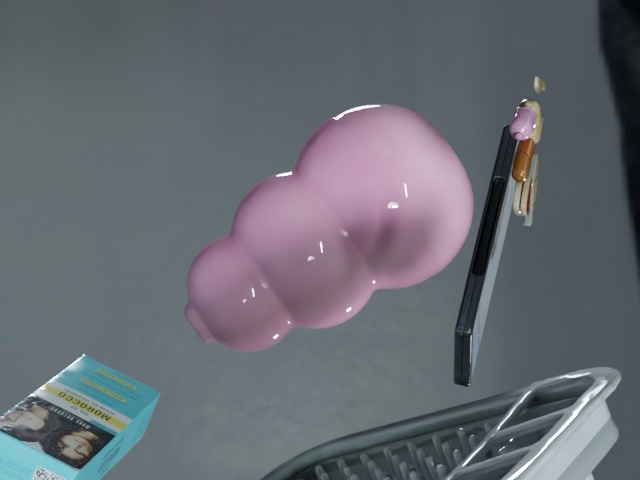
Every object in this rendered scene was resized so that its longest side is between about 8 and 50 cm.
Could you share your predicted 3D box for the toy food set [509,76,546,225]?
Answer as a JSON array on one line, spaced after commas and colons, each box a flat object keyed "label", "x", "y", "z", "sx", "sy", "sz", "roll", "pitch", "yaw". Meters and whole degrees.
[{"label": "toy food set", "x": 0.168, "y": -0.073, "z": 1.120, "sx": 0.078, "sy": 0.019, "sz": 0.122, "roll": -4, "pitch": 100, "yaw": -74}]

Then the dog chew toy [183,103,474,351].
[{"label": "dog chew toy", "x": 0.000, "y": 0.000, "z": 1.456, "sx": 0.206, "sy": 0.332, "sz": 0.206, "roll": 54, "pitch": -6, "yaw": 8}]

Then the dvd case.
[{"label": "dvd case", "x": 0.187, "y": 0.020, "z": 1.516, "sx": 0.180, "sy": 0.022, "sz": 0.253, "roll": 79, "pitch": 26, "yaw": -66}]

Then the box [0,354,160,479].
[{"label": "box", "x": -0.252, "y": 0.193, "z": 1.361, "sx": 0.060, "sy": 0.101, "sz": 0.244, "roll": -66, "pitch": 174, "yaw": 15}]

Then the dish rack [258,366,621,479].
[{"label": "dish rack", "x": 0.041, "y": 0.201, "z": 0.947, "sx": 0.285, "sy": 0.333, "sz": 0.072, "roll": -31, "pitch": 98, "yaw": -51}]
